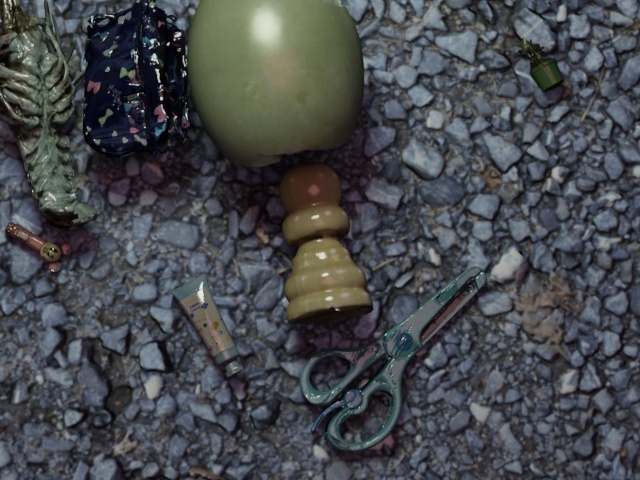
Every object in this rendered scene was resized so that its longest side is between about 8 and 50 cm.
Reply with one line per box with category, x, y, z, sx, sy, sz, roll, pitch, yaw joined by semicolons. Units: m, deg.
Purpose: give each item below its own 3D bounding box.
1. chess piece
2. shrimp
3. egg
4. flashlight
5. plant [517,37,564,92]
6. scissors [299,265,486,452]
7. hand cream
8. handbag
chess piece;0.000;0.000;1.824;0.142;0.143;0.261;-7;78;-5
shrimp;-0.453;-0.219;1.801;0.221;0.166;0.411;-12;99;-38
egg;-0.073;-0.287;1.765;0.278;0.278;0.336;-10;91;-5
flashlight;-0.463;0.004;1.829;0.110;0.031;0.052;31;83;-1
plant;0.375;-0.306;1.920;0.051;0.051;0.102;-28;81;-7
scissors;0.131;0.182;1.856;0.393;0.032;0.180;-41;89;-8
hand cream;-0.178;0.142;1.830;0.065;0.043;0.171;-27;84;-7
handbag;-0.290;-0.254;1.797;0.162;0.113;0.260;-11;72;20
